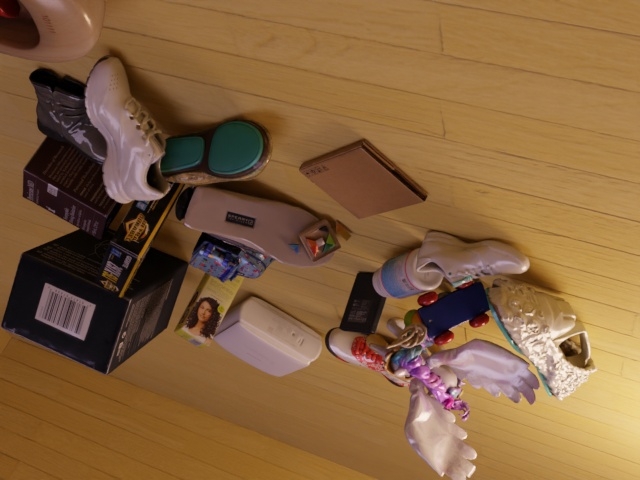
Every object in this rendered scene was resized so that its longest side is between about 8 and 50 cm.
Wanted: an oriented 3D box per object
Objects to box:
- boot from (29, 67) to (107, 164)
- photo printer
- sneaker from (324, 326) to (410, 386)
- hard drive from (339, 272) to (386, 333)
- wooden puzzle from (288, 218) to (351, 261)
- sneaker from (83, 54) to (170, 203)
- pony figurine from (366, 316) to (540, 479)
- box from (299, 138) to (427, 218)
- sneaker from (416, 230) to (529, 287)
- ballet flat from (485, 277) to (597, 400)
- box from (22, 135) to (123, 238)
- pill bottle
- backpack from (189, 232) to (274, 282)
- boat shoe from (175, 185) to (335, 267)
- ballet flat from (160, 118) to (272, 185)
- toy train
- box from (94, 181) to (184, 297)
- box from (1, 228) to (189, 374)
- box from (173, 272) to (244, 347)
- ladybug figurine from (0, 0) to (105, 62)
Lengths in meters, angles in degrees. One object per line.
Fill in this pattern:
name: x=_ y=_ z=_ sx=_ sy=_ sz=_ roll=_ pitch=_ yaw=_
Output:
boot: x=-0.486 y=-0.252 z=1.859 sx=0.246 sy=0.083 sz=0.161 roll=22 pitch=147 yaw=2
photo printer: x=-0.162 y=0.279 z=2.542 sx=0.256 sy=0.107 sz=0.307 roll=32 pitch=155 yaw=-12
sneaker: x=0.153 y=0.283 z=2.266 sx=0.270 sy=0.090 sz=0.145 roll=30 pitch=155 yaw=-16
hard drive: x=0.099 y=0.135 z=1.969 sx=0.094 sy=0.135 sz=0.022 roll=1 pitch=154 yaw=44
wooden puzzle: x=0.000 y=0.000 z=1.847 sx=0.078 sy=0.116 sz=0.014 roll=55 pitch=179 yaw=-20
sneaker: x=-0.355 y=-0.208 z=1.710 sx=0.129 sy=0.111 sz=0.297 roll=6 pitch=123 yaw=26
pony figurine: x=0.250 y=0.302 z=1.970 sx=0.351 sy=0.303 sz=0.363 roll=35 pitch=-177 yaw=0
box: x=0.075 y=-0.107 z=1.654 sx=0.164 sy=0.021 sz=0.201 roll=38 pitch=153 yaw=-23
sneaker: x=0.278 y=0.049 z=1.673 sx=0.212 sy=0.094 sz=0.080 roll=9 pitch=149 yaw=32
ballet flat: x=0.440 y=0.175 z=1.748 sx=0.147 sy=0.147 sz=0.409 roll=8 pitch=155 yaw=35
box: x=-0.529 y=-0.139 z=2.008 sx=0.203 sy=0.167 sz=0.168 roll=30 pitch=155 yaw=-7
pill bottle: x=0.173 y=0.071 z=1.826 sx=0.087 sy=0.087 sz=0.160 roll=35 pitch=154 yaw=-17
backpack: x=-0.198 y=0.035 z=2.089 sx=0.173 sy=0.117 sz=0.158 roll=30 pitch=156 yaw=-14
boat shoe: x=-0.137 y=-0.041 z=1.910 sx=0.341 sy=0.127 sz=0.158 roll=21 pitch=-176 yaw=-10
ballet flat: x=-0.183 y=-0.159 z=1.718 sx=0.348 sy=0.123 sz=0.123 roll=-1 pitch=144 yaw=44
toy train: x=0.207 y=0.161 z=1.816 sx=0.105 sy=0.248 sz=0.143 roll=67 pitch=160 yaw=0
box: x=-0.385 y=-0.035 z=1.965 sx=0.079 sy=0.257 sz=0.322 roll=31 pitch=154 yaw=-8
box: x=-0.559 y=0.134 z=2.289 sx=0.294 sy=0.212 sz=0.395 roll=23 pitch=-164 yaw=7
box: x=-0.269 y=0.146 z=2.233 sx=0.087 sy=0.232 sz=0.058 roll=34 pitch=152 yaw=-19
ladybug figurine: x=-0.528 y=-0.435 z=1.431 sx=0.449 sy=0.162 sz=0.305 roll=19 pitch=155 yaw=15
